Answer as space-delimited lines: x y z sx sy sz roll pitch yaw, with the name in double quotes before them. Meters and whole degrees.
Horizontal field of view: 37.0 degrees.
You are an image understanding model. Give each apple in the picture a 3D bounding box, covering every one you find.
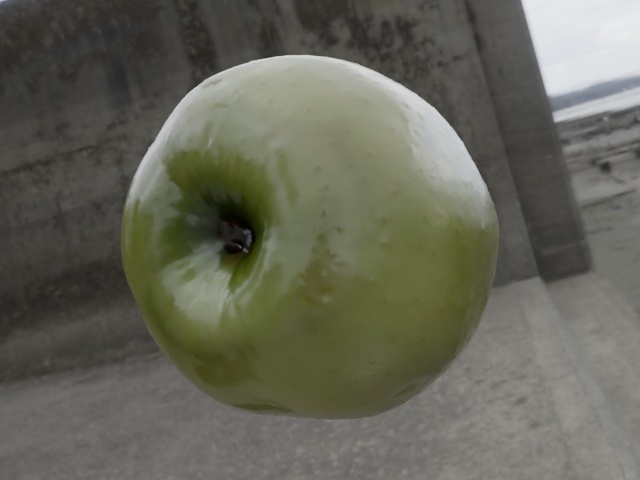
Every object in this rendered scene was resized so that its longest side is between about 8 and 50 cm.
"apple" 0.000 0.000 1.181 0.473 0.474 0.473 -16 3 1
